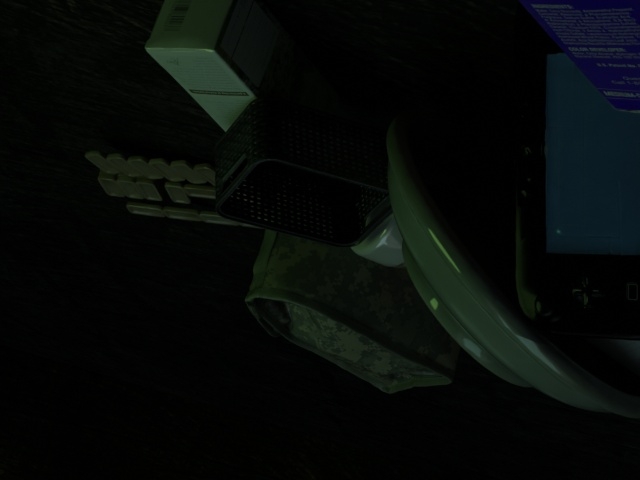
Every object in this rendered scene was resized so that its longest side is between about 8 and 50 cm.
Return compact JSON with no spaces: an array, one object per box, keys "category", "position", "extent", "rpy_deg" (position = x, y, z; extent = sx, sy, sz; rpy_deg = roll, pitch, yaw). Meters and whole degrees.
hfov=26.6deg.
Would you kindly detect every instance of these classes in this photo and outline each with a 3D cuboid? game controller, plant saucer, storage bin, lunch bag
[{"category":"game controller","position":[0.244,-0.075,1.162],"extent":[0.166,0.319,0.067],"rpy_deg":[1,-177,44]},{"category":"plant saucer","position":[0.191,0.040,1.403],"extent":[0.400,0.400,0.100],"rpy_deg":[33,116,-32]},{"category":"storage bin","position":[-0.014,-0.071,1.457],"extent":[0.180,0.084,0.122],"rpy_deg":[15,144,-26]},{"category":"lunch bag","position":[0.047,0.028,1.689],"extent":[0.287,0.235,0.169],"rpy_deg":[30,155,-25]}]

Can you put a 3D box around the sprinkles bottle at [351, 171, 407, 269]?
[{"category":"sprinkles bottle","position":[0.208,0.015,1.617],"extent":[0.355,0.121,0.121],"rpy_deg":[21,162,-25]}]

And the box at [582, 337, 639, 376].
[{"category":"box","position":[0.394,0.030,1.345],"extent":[0.345,0.215,0.168],"rpy_deg":[33,138,-31]}]

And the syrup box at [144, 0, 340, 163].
[{"category":"syrup box","position":[-0.078,-0.180,1.471],"extent":[0.096,0.093,0.237],"rpy_deg":[6,157,31]}]

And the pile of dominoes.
[{"category":"pile of dominoes","position":[-0.196,-0.085,1.952],"extent":[0.251,0.040,0.196],"rpy_deg":[6,157,12]}]

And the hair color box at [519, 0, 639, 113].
[{"category":"hair color box","position":[0.194,-0.241,0.889],"extent":[0.110,0.185,0.339],"rpy_deg":[8,161,43]}]
